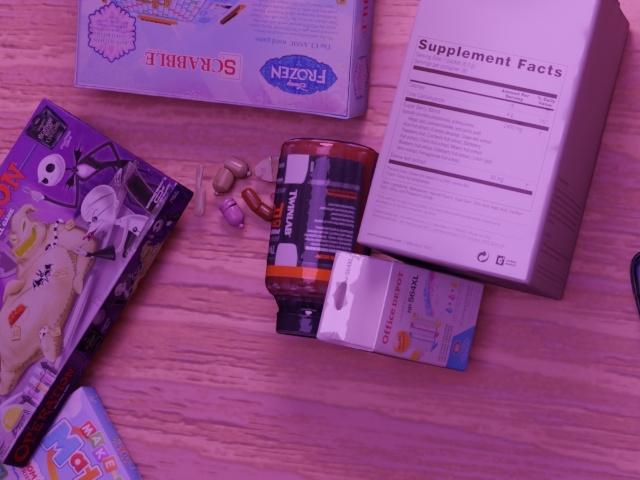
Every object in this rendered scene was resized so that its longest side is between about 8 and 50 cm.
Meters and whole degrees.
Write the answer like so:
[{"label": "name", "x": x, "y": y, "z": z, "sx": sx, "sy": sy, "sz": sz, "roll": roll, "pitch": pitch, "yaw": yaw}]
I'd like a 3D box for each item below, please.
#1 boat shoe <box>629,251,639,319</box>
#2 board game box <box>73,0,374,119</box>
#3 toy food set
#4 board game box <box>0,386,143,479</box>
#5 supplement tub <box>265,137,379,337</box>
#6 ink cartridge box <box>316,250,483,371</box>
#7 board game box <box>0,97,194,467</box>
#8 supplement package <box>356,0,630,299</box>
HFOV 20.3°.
[{"label": "boat shoe", "x": 0.329, "y": 0.077, "z": 1.729, "sx": 0.049, "sy": 0.040, "sz": 0.142, "roll": -20, "pitch": 77, "yaw": 14}, {"label": "board game box", "x": -0.097, "y": -0.301, "z": 1.857, "sx": 0.318, "sy": 0.066, "sz": 0.318, "roll": 9, "pitch": 102, "yaw": 19}, {"label": "toy food set", "x": -0.071, "y": -0.050, "z": 1.887, "sx": 0.122, "sy": 0.019, "sz": 0.078, "roll": 2, "pitch": 84, "yaw": 10}, {"label": "board game box", "x": -0.295, "y": 0.278, "z": 1.904, "sx": 0.211, "sy": 0.039, "sz": 0.160, "roll": -34, "pitch": 74, "yaw": 10}, {"label": "supplement tub", "x": 0.000, "y": 0.000, "z": 1.810, "sx": 0.106, "sy": 0.106, "sz": 0.198, "roll": 5, "pitch": 84, "yaw": 18}, {"label": "ink cartridge box", "x": 0.072, "y": 0.068, "z": 1.746, "sx": 0.090, "sy": 0.143, "sz": 0.092, "roll": 9, "pitch": 86, "yaw": 51}, {"label": "board game box", "x": -0.308, "y": 0.043, "z": 1.914, "sx": 0.208, "sy": 0.056, "sz": 0.347, "roll": 32, "pitch": 90, "yaw": 30}, {"label": "supplement package", "x": 0.172, "y": -0.109, "z": 1.731, "sx": 0.175, "sy": 0.177, "sz": 0.293, "roll": 14, "pitch": 87, "yaw": 19}]
